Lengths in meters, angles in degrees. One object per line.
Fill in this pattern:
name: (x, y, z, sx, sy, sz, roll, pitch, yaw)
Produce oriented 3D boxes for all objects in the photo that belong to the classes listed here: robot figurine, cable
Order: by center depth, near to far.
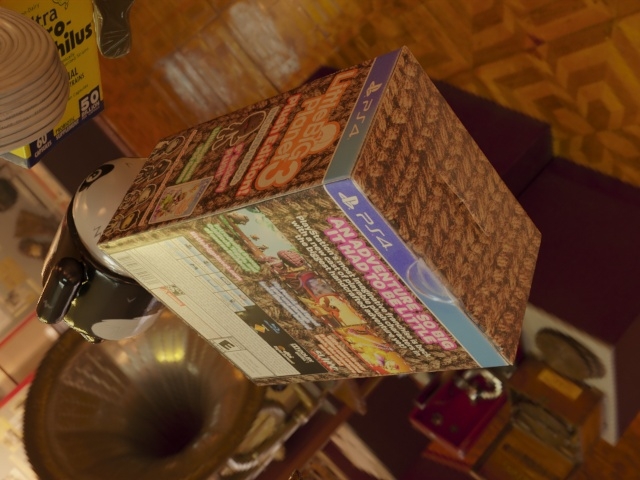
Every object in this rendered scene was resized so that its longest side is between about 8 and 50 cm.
cable: (-0.413, -0.183, 0.970, 0.257, 0.257, 0.089, -94, 6, -51)
robot figurine: (-0.256, 0.016, 1.113, 0.174, 0.209, 0.278, 15, 138, -23)

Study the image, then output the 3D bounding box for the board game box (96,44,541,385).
board game box: (0.000, 0.000, 0.759, 0.291, 0.141, 0.232, -12, 133, 39)

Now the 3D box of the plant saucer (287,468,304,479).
plant saucer: (-0.088, 0.426, 1.122, 0.041, 0.277, 0.278, 30, 159, 4)

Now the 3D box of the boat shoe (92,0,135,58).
boat shoe: (-0.248, -0.291, 1.041, 0.153, 0.056, 0.048, 104, 147, -48)

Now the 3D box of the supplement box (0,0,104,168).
supplement box: (-0.473, -0.322, 1.305, 0.195, 0.194, 0.356, 23, 137, 16)
